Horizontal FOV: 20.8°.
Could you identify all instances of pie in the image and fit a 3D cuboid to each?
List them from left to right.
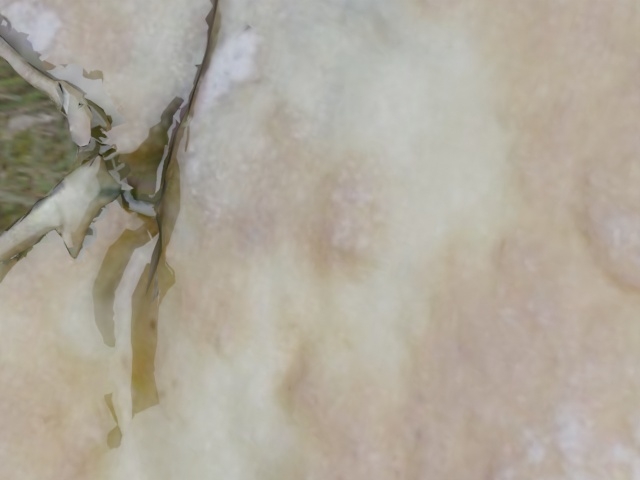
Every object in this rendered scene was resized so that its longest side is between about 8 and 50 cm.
[{"bbox_3d":[0.000,0.000,0.448,0.338,0.075,0.337,-1,87,17],"label":"pie"}]
